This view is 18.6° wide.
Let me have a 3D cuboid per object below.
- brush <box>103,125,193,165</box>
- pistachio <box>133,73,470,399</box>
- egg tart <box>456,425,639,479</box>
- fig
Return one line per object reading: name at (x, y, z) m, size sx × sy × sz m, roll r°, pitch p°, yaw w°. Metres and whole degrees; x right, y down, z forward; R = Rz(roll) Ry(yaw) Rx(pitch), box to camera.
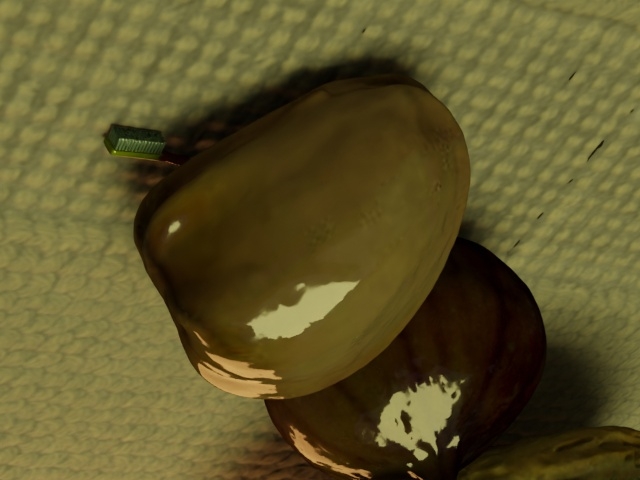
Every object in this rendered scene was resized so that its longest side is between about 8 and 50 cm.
brush at (-0.117, -0.067, 1.421) m, size 0.083 × 0.018 × 0.021 m, roll 11°, pitch 123°, yaw -40°
pistachio at (0.000, 0.000, 1.441) m, size 0.261 × 0.163 × 0.212 m, roll -31°, pitch 123°, yaw 2°
egg tart at (0.134, 0.314, 1.820) m, size 0.443 × 0.178 × 0.443 m, roll -16°, pitch 163°, yaw -5°
fig at (0.071, 0.108, 1.598) m, size 0.235 × 0.214 × 0.235 m, roll -35°, pitch 147°, yaw -27°
